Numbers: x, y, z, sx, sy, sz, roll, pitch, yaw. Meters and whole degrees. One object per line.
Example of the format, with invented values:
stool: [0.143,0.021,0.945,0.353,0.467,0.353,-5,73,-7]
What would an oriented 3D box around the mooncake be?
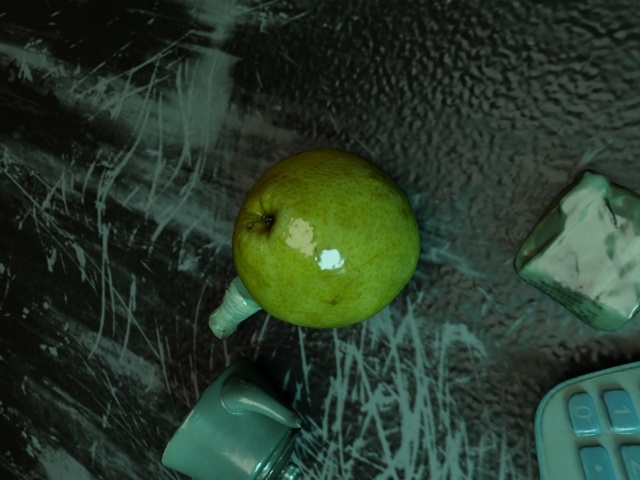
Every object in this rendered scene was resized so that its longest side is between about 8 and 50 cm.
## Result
mooncake: [0.270,0.011,0.477,0.125,0.073,0.130,42,106,23]

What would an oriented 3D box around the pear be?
pear: [0.000,0.000,0.539,0.209,0.209,0.208,0,91,26]

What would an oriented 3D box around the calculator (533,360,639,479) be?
calculator: [0.360,0.202,0.367,0.386,0.054,0.256,-8,47,16]

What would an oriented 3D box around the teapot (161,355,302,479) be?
teapot: [-0.091,0.262,0.625,0.149,0.162,0.239,32,129,10]

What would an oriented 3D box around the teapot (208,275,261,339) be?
teapot: [-0.121,0.093,0.681,0.083,0.057,0.067,-49,34,22]
